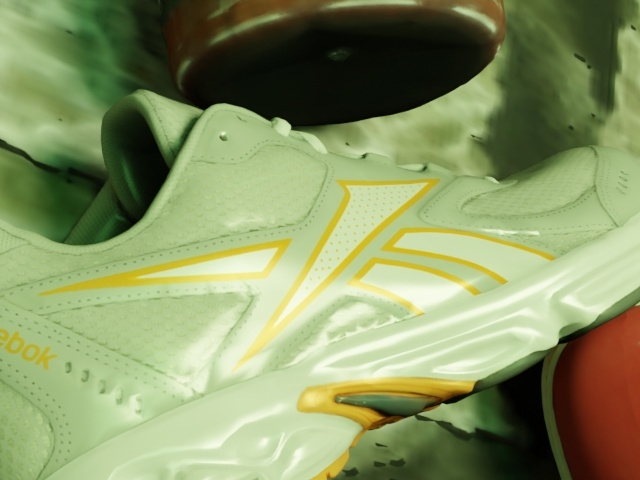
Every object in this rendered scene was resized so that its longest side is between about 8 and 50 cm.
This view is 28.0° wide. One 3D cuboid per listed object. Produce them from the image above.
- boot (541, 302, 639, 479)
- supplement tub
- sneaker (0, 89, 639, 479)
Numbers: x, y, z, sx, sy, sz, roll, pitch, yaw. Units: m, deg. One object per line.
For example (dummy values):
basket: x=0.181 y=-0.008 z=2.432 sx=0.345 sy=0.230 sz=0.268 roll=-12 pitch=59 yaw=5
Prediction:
boot: x=0.148 y=0.133 z=0.377 sx=0.244 sy=0.088 sz=0.176 roll=60 pitch=10 yaw=-4
supplement tub: x=-0.006 y=-0.143 z=0.407 sx=0.106 sy=0.106 sz=0.197 roll=2 pitch=74 yaw=-33
sneaker: x=0.000 y=0.000 z=0.374 sx=0.262 sy=0.099 sz=0.121 roll=-24 pitch=84 yaw=-37
